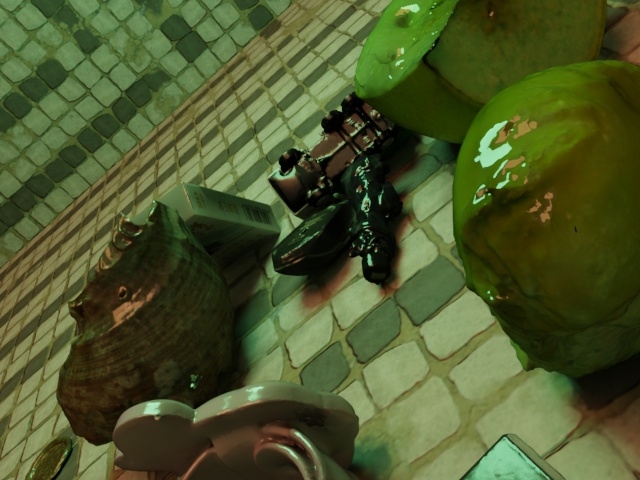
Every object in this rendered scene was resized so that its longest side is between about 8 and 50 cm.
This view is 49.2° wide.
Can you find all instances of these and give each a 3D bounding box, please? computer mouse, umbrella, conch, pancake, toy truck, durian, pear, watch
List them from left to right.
[{"bbox_3d":[-0.460,0.379,1.180,0.115,0.011,0.115,-34,29,22],"label":"pancake"},{"bbox_3d":[-0.212,0.127,0.978,0.352,0.210,0.297,-66,-6,27],"label":"conch"},{"bbox_3d":[-0.077,0.256,0.640,0.248,0.211,0.217,-24,40,19],"label":"watch"},{"bbox_3d":[0.000,0.000,1.033,0.106,0.062,0.192,-22,16,42],"label":"computer mouse"},{"bbox_3d":[0.037,-0.135,1.122,0.242,0.101,0.125,-40,-17,6],"label":"toy truck"},{"bbox_3d":[0.077,-0.029,0.967,0.080,0.071,0.224,-45,29,32],"label":"umbrella"},{"bbox_3d":[0.199,-0.258,0.968,0.342,0.238,0.318,-59,18,-18],"label":"pear"},{"bbox_3d":[0.217,-0.024,0.567,0.204,0.340,0.256,-1,70,28],"label":"durian"}]

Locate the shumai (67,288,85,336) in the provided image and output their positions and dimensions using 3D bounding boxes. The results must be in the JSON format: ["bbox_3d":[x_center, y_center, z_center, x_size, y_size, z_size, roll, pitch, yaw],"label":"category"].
[{"bbox_3d":[-0.336,0.131,1.185,0.166,0.175,0.206,-20,32,40],"label":"shumai"}]

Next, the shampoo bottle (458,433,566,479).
[{"bbox_3d":[0.089,0.260,0.504,0.246,0.079,0.080,-45,26,-3],"label":"shampoo bottle"}]

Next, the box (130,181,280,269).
[{"bbox_3d":[-0.194,-0.017,1.160,0.149,0.233,0.067,-34,68,23],"label":"box"}]
